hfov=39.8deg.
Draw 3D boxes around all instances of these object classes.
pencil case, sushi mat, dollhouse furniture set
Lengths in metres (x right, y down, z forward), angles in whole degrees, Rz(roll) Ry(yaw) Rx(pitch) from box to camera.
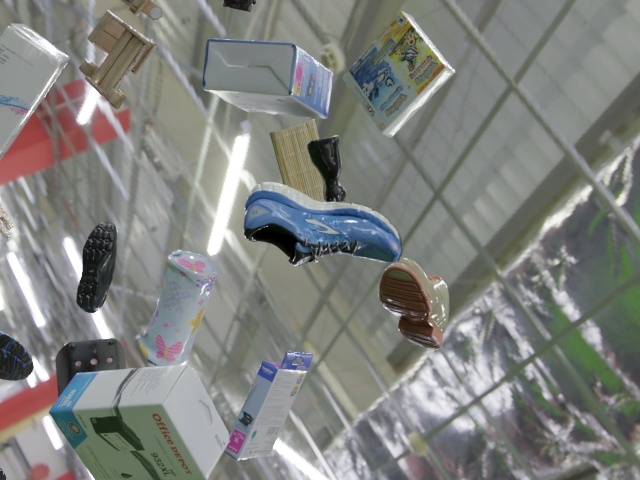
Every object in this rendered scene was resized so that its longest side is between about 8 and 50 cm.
[{"bbox_3d":[-0.332,0.159,2.057,0.124,0.113,0.273,29,-70,17],"label":"pencil case"},{"bbox_3d":[-0.052,-0.217,2.797,0.019,0.152,0.316,-138,-150,-60],"label":"sushi mat"},{"bbox_3d":[-0.502,-0.526,2.497,0.174,0.303,0.355,31,9,-42],"label":"dollhouse furniture set"}]

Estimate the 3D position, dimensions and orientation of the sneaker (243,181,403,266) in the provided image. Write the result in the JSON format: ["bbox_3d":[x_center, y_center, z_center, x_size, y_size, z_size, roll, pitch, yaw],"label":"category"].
[{"bbox_3d":[0.000,0.000,1.764,0.330,0.147,0.129,14,-34,2],"label":"sneaker"}]

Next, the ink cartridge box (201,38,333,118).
[{"bbox_3d":[-0.133,-0.450,2.529,0.270,0.395,0.151,8,-92,18],"label":"ink cartridge box"}]

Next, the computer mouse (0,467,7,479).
[{"bbox_3d":[-0.523,0.428,1.298,0.242,0.071,0.041,-64,-161,18],"label":"computer mouse"}]

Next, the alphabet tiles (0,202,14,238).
[{"bbox_3d":[-0.860,-0.136,2.201,0.278,0.021,0.284,51,-8,28],"label":"alphabet tiles"}]

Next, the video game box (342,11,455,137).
[{"bbox_3d":[0.165,-0.360,1.924,0.205,0.048,0.187,-46,-119,25],"label":"video game box"}]

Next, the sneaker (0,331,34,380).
[{"bbox_3d":[-0.651,0.194,1.709,0.221,0.083,0.087,36,-5,-11],"label":"sneaker"}]

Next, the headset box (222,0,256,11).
[{"bbox_3d":[-0.209,-0.636,2.309,0.032,0.083,0.062,-101,-156,-62],"label":"headset box"}]

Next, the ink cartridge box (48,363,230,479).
[{"bbox_3d":[-0.384,0.395,1.888,0.308,0.129,0.223,-9,-60,27],"label":"ink cartridge box"}]

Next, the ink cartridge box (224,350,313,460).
[{"bbox_3d":[-0.134,0.428,2.352,0.065,0.311,0.186,27,2,25],"label":"ink cartridge box"}]

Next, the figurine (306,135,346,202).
[{"bbox_3d":[0.024,-0.187,2.536,0.215,0.092,0.209,-117,-165,-85],"label":"figurine"}]

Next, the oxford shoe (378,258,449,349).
[{"bbox_3d":[0.249,0.135,2.271,0.141,0.146,0.397,16,-25,23],"label":"oxford shoe"}]

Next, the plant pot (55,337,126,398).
[{"bbox_3d":[-0.602,0.354,2.349,0.167,0.188,0.187,117,-34,-56],"label":"plant pot"}]

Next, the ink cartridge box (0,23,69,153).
[{"bbox_3d":[-0.619,-0.275,1.724,0.117,0.278,0.201,34,5,-17],"label":"ink cartridge box"}]

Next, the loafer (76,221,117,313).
[{"bbox_3d":[-0.528,0.064,2.099,0.078,0.076,0.223,84,14,-70],"label":"loafer"}]
